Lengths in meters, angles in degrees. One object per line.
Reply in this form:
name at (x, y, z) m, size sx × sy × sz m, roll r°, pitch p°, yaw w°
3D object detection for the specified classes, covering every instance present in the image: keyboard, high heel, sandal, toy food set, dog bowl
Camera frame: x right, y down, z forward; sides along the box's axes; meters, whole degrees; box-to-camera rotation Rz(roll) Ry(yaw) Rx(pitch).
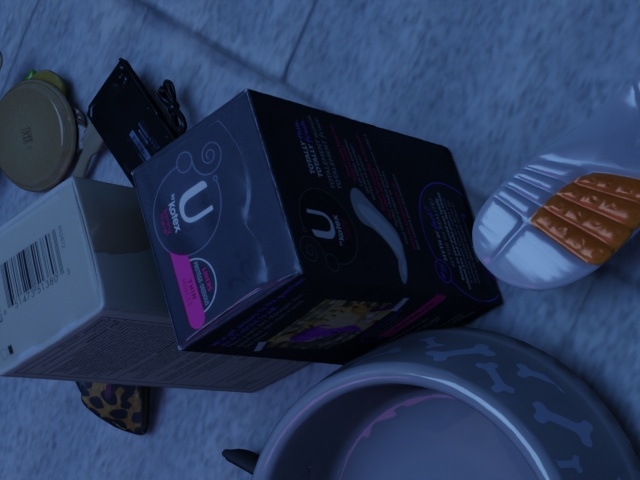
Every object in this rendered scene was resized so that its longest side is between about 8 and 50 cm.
keyboard at (-0.168, -0.107, 1.647) m, size 0.108 × 0.023 × 0.180 m, roll -50°, pitch 62°, yaw 30°
high heel at (-0.149, 0.067, 1.590) m, size 0.261 × 0.093 × 0.186 m, roll -33°, pitch 91°, yaw 21°
sandal at (0.241, -0.055, 1.280) m, size 0.265 × 0.076 × 0.102 m, roll -41°, pitch 72°, yaw 4°
toy food set at (-0.306, -0.119, 1.772) m, size 0.192 × 0.038 × 0.132 m, roll 35°, pitch 111°, yaw 27°
dog bowl at (0.089, 0.244, 1.295) m, size 0.349 × 0.102 × 0.349 m, roll 2°, pitch 94°, yaw 33°

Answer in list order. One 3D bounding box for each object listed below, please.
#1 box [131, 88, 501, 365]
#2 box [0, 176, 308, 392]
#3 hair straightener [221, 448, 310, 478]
box at (0.000, 0.000, 1.335) m, size 0.143 × 0.270 × 0.165 m, roll -32°, pitch 64°, yaw 31°
box at (-0.130, 0.048, 1.410) m, size 0.148 × 0.311 × 0.121 m, roll -31°, pitch 65°, yaw 32°
hair straightener at (0.000, 0.221, 1.446) m, size 0.230 × 0.047 × 0.089 m, roll 14°, pitch 93°, yaw 40°
